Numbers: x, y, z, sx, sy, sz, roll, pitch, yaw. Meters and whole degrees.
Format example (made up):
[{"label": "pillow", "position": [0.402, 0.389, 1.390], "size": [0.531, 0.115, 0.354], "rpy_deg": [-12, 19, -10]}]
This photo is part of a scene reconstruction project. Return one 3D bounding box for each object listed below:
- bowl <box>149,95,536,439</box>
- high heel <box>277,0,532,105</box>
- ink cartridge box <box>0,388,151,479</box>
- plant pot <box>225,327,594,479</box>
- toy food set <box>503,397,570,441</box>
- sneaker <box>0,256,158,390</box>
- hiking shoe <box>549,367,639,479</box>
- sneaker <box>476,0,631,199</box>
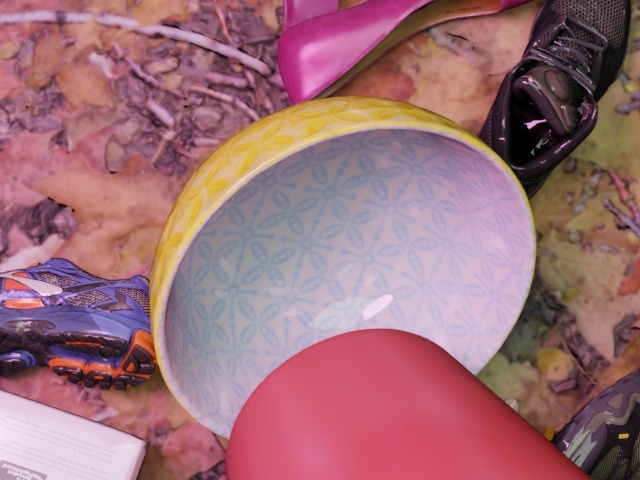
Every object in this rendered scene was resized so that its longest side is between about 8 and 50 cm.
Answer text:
[{"label": "bowl", "position": [0.000, 0.000, 1.077], "size": [0.289, 0.289, 0.156], "rpy_deg": [-18, 39, -9]}, {"label": "high heel", "position": [0.086, -0.170, 1.166], "size": [0.244, 0.082, 0.117], "rpy_deg": [-4, 73, -3]}, {"label": "ink cartridge box", "position": [-0.313, 0.222, 1.032], "size": [0.309, 0.130, 0.272], "rpy_deg": [20, 81, -2]}, {"label": "plant pot", "position": [0.062, 0.205, 0.988], "size": [0.275, 0.275, 0.243], "rpy_deg": [-21, 38, -9]}, {"label": "toy food set", "position": [0.217, 0.207, 1.138], "size": [0.192, 0.038, 0.132], "rpy_deg": [20, 78, -2]}, {"label": "sneaker", "position": [-0.224, 0.054, 1.106], "size": [0.221, 0.083, 0.087], "rpy_deg": [11, 46, 4]}, {"label": "hiking shoe", "position": [0.259, 0.156, 1.101], "size": [0.227, 0.086, 0.114], "rpy_deg": [-32, 73, -26]}, {"label": "sneaker", "position": [0.198, -0.135, 1.154], "size": [0.087, 0.130, 0.227], "rpy_deg": [34, 76, -1]}]
